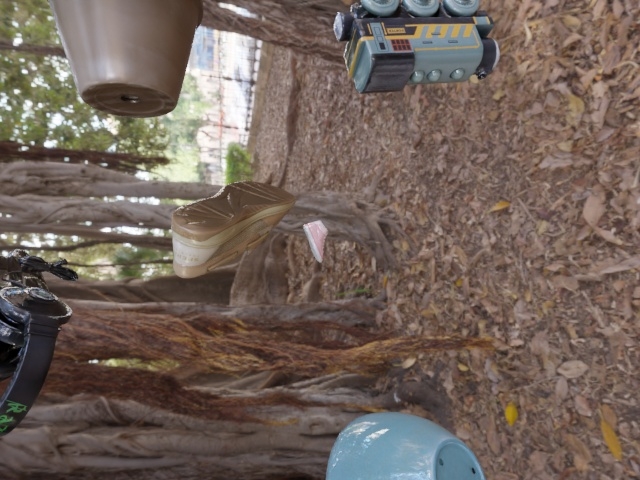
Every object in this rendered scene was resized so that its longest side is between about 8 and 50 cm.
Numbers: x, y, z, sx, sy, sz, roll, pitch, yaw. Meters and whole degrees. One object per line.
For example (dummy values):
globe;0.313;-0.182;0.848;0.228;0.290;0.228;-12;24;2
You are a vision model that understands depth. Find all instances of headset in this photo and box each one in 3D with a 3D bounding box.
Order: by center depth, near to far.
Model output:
headset;-0.592;0.188;0.816;0.243;0.185;0.394;-39;51;17

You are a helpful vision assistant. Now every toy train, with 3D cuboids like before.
toy train;0.196;-0.396;0.804;0.142;0.333;0.190;121;140;-68

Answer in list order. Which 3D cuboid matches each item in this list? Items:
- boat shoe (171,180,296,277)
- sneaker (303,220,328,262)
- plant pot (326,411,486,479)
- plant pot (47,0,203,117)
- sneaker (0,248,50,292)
boat shoe;-0.162;-0.033;0.782;0.341;0.121;0.110;-34;-35;-58
sneaker;0.000;0.000;1.248;0.051;0.070;0.134;32;145;65
plant pot;0.183;0.451;0.735;0.195;0.290;0.290;-43;43;41
plant pot;-0.410;-0.432;0.862;0.323;0.323;0.281;165;101;-75
sneaker;-0.851;0.138;0.969;0.169;0.257;0.447;67;161;1
